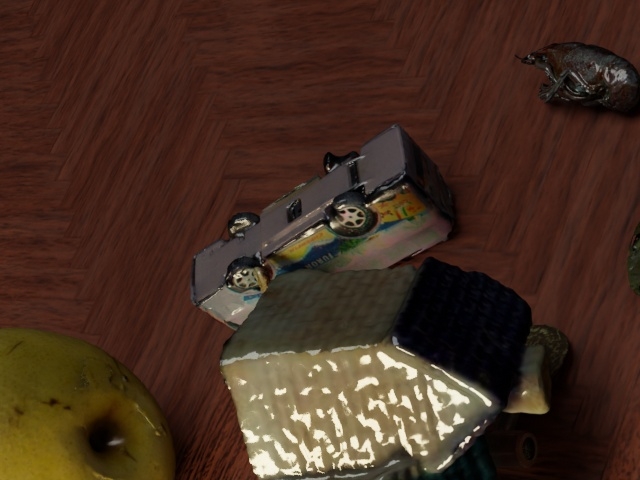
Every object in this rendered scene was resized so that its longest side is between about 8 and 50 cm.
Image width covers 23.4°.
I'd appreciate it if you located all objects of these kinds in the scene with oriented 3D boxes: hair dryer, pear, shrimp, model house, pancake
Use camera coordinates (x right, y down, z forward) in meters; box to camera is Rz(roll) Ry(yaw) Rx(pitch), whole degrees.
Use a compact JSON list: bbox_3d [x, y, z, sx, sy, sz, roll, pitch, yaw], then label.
[{"bbox_3d":[0.194,0.175,1.543,0.063,0.037,0.114,-8,47,41],"label":"hair dryer"},{"bbox_3d":[-0.337,0.262,1.745,0.348,0.348,0.348,-26,44,28],"label":"pear"},{"bbox_3d":[0.287,-0.185,1.725,0.190,0.075,0.073,22,107,44],"label":"shrimp"},{"bbox_3d":[0.091,0.181,1.445,0.284,0.298,0.243,-8,21,25],"label":"model house"},{"bbox_3d":[0.203,0.122,1.570,0.115,0.011,0.115,-27,27,15],"label":"pancake"}]

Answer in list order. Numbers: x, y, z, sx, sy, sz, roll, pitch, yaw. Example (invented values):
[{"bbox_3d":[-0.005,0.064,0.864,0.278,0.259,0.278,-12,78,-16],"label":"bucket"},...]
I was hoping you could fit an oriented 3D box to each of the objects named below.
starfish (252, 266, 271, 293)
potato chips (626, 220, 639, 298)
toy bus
[{"bbox_3d":[-0.044,0.129,1.721,0.150,0.053,0.210,-29,73,57],"label":"starfish"},{"bbox_3d":[0.392,-0.017,1.510,0.202,0.029,0.220,-12,53,42],"label":"potato chips"},{"bbox_3d":[0.000,0.000,1.800,0.317,0.138,0.112,-31,36,24],"label":"toy bus"}]
